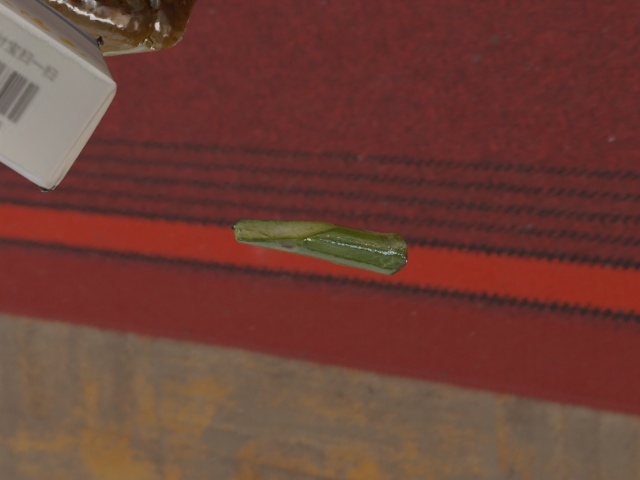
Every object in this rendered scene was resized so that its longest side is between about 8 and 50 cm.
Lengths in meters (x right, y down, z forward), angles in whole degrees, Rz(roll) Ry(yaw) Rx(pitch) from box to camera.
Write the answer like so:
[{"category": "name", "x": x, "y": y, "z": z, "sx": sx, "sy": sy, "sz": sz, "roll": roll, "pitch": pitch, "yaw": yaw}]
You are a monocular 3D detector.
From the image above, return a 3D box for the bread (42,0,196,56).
[{"category": "bread", "x": -0.174, "y": -0.236, "z": 1.146, "sx": 0.110, "sy": 0.210, "sz": 0.192, "roll": 3, "pitch": 84, "yaw": 36}]

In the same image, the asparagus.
[{"category": "asparagus", "x": 0.000, "y": 0.000, "z": 1.528, "sx": 0.045, "sy": 0.178, "sz": 0.041, "roll": -14, "pitch": 67, "yaw": 61}]

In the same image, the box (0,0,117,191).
[{"category": "box", "x": -0.259, "y": -0.158, "z": 0.748, "sx": 0.343, "sy": 0.200, "sz": 0.065, "roll": 34, "pitch": 95, "yaw": -17}]
